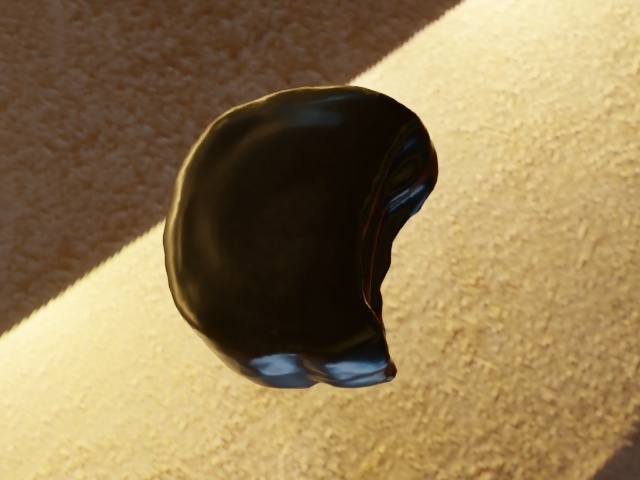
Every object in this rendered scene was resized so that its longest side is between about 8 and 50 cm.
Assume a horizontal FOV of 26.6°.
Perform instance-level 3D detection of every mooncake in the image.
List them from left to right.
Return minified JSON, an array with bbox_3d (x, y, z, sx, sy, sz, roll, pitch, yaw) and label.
[{"bbox_3d":[0.000,0.000,0.765,0.175,0.168,0.104,-49,-33,-4],"label":"mooncake"}]
